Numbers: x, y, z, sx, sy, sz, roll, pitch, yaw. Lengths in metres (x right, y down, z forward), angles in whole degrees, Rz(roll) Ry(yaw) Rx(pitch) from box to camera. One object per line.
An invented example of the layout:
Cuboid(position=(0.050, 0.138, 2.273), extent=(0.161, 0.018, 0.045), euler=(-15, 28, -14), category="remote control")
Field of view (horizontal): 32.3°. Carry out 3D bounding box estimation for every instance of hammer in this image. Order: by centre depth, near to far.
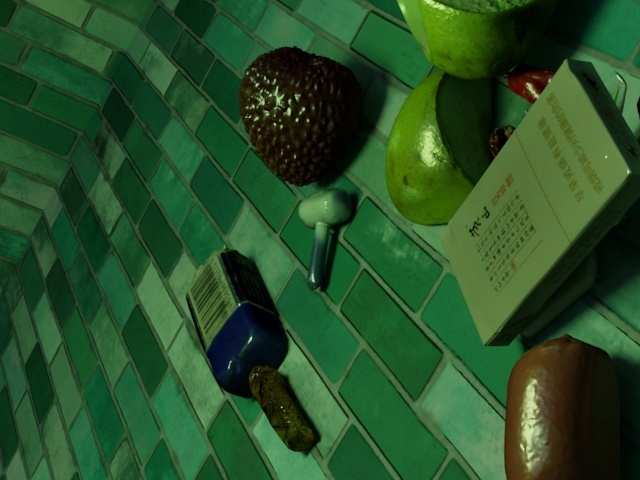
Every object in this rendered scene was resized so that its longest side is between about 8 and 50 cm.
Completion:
Cuboid(position=(0.000, 0.000, 2.072), extent=(0.116, 0.069, 0.194), euler=(-14, 63, 53), category="hammer")

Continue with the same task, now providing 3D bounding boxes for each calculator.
Cuboid(position=(0.320, 0.061, 1.546), extent=(0.175, 0.032, 0.100), euler=(-47, 35, 31), category="calculator")

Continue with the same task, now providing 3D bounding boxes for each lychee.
Cuboid(position=(-0.039, -0.236, 2.143), extent=(0.271, 0.271, 0.271), euler=(-37, 41, 41), category="lychee")

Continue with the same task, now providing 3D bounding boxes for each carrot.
Cuboid(position=(-0.072, 0.299, 1.975), extent=(0.069, 0.069, 0.228), euler=(-59, 32, 12), category="carrot")

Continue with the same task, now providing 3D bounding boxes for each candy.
Cuboid(position=(0.284, -0.091, 1.713), extent=(0.055, 0.049, 0.184), euler=(-21, 60, 60), category="candy")

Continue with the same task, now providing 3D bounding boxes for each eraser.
Cuboid(position=(-0.170, 0.153, 2.199), extent=(0.155, 0.101, 0.332), euler=(-55, 33, 17), category="eraser")

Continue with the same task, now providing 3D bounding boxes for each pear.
Cuboid(position=(0.265, -0.371, 1.758), extent=(0.176, 0.286, 0.282), euler=(81, 176, -51), category="pear")
Cuboid(position=(0.170, -0.158, 1.854), extent=(0.239, 0.139, 0.288), euler=(-40, 37, 51), category="pear")

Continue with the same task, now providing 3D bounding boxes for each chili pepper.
Cuboid(position=(0.336, -0.239, 1.713), extent=(0.059, 0.050, 0.191), euler=(-49, 38, -4), category="chili pepper")

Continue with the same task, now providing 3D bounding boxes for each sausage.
Cuboid(position=(0.295, 0.235, 1.359), extent=(0.148, 0.148, 0.254), euler=(-16, 57, 53), category="sausage")

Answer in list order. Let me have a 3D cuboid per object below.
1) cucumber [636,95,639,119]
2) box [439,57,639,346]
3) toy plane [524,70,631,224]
Cuboid(position=(0.483, -0.167, 1.408), extent=(0.115, 0.086, 0.193), euler=(-67, 23, 4), category="cucumber")
Cuboid(position=(0.289, -0.041, 1.484), extent=(0.365, 0.051, 0.204), euler=(-58, 39, 43), category="box")
Cuboid(position=(0.361, -0.100, 1.528), extent=(0.251, 0.101, 0.255), euler=(-51, 37, 24), category="toy plane")
